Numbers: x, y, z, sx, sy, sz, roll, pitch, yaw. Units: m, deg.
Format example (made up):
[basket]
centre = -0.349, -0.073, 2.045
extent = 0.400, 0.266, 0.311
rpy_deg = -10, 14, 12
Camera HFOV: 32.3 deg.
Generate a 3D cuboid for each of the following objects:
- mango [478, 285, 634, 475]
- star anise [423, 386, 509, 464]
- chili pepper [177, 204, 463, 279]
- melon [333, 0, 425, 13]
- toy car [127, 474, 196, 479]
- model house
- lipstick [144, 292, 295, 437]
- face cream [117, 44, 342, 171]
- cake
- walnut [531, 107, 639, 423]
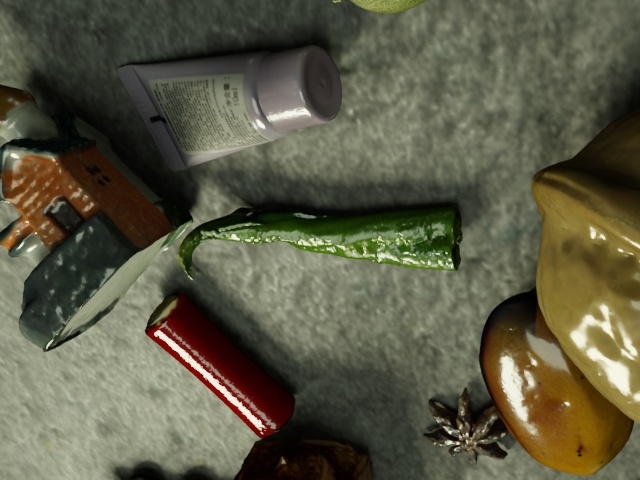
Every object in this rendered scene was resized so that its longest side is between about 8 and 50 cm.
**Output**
[mango]
centre = 0.305, 0.171, 1.398
extent = 0.201, 0.152, 0.287
rpy_deg = -5, 120, 31
[star anise]
centre = 0.211, 0.268, 1.552
extent = 0.141, 0.042, 0.141
rpy_deg = 5, 124, 8
[chili pepper]
centre = -0.001, 0.000, 1.403
extent = 0.359, 0.076, 0.085
rpy_deg = -1, 104, 9
[melon]
centre = 0.078, -0.310, 1.134
extent = 0.139, 0.139, 0.192
rpy_deg = 38, 119, -13
[toy car]
centre = -0.240, 0.502, 1.755
extent = 0.248, 0.204, 0.198
rpy_deg = 3, 147, 13
[model house]
centre = -0.333, -0.050, 1.356
extent = 0.190, 0.271, 0.301
rpy_deg = -40, 92, 16
[lipstick]
centre = -0.139, 0.176, 1.552
extent = 0.080, 0.080, 0.241
rpy_deg = -35, 110, 30
[face cream]
centre = -0.110, -0.162, 1.321
extent = 0.274, 0.096, 0.154
rpy_deg = -6, 125, 33
[cake]
centre = -0.035, 0.404, 1.617
extent = 0.196, 0.198, 0.293
rpy_deg = 3, 120, 18
[walnut]
centre = 0.418, 0.027, 1.180
extent = 0.384, 0.383, 0.383
rpy_deg = 6, 124, 9
